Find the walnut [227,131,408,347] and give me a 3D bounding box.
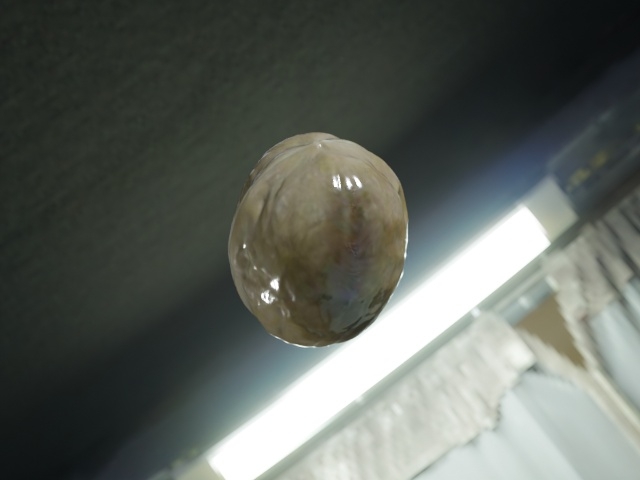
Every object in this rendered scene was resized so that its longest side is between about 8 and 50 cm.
[{"bbox_3d":[-0.001,0.000,1.225,0.140,0.140,0.162,-25,-53,-26],"label":"walnut"}]
